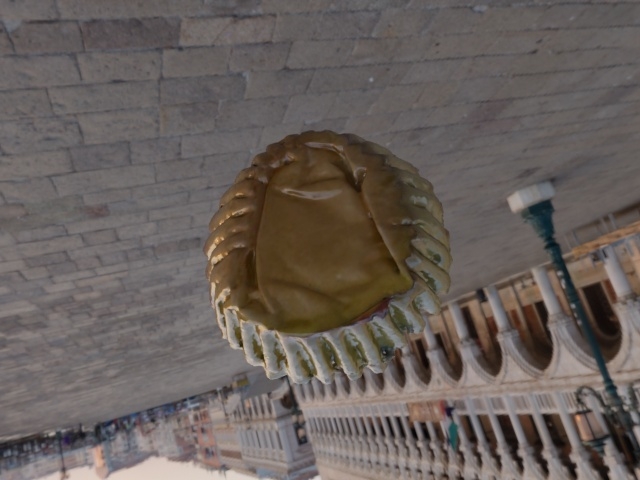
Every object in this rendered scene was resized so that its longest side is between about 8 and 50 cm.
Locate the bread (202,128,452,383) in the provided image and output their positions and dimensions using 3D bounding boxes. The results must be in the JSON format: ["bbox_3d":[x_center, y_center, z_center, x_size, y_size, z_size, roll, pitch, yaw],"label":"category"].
[{"bbox_3d":[0.000,0.000,0.514,0.274,0.274,0.149,-17,151,1],"label":"bread"}]
